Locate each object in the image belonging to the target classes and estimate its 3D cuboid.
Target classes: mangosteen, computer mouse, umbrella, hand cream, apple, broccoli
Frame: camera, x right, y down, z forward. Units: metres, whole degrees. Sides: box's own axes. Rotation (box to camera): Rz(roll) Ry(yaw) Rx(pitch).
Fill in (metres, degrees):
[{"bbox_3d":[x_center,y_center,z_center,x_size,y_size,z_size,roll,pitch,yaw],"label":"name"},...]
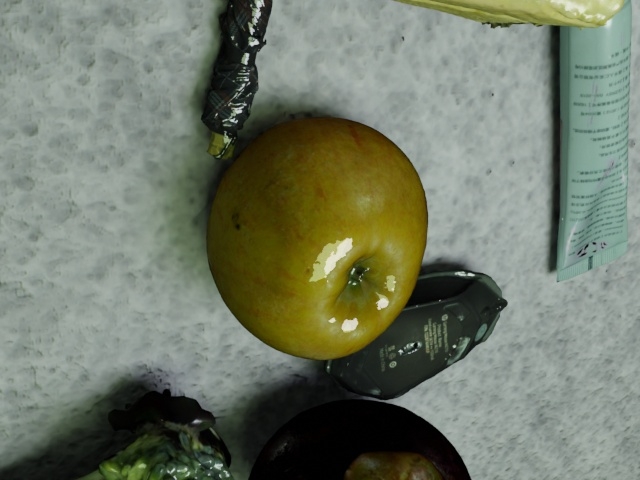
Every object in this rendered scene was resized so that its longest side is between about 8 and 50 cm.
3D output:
[{"bbox_3d":[0.036,0.250,0.707,0.212,0.250,0.211,0,99,-1],"label":"mangosteen"},{"bbox_3d":[0.084,0.084,0.783,0.192,0.062,0.105,-19,123,-21],"label":"computer mouse"},{"bbox_3d":[-0.061,-0.130,0.605,0.037,0.040,0.143,8,111,-20],"label":"umbrella"},{"bbox_3d":[0.251,-0.099,0.754,0.085,0.058,0.331,-23,125,-13],"label":"hand cream"},{"bbox_3d":[0.000,0.000,0.636,0.183,0.155,0.182,-11,121,-18],"label":"apple"},{"bbox_3d":[-0.185,0.244,0.701,0.244,0.263,0.246,7,82,-1],"label":"broccoli"}]

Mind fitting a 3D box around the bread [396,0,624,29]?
[{"bbox_3d":[0.057,-0.231,0.508,0.264,0.163,0.167,3,104,-25],"label":"bread"}]
